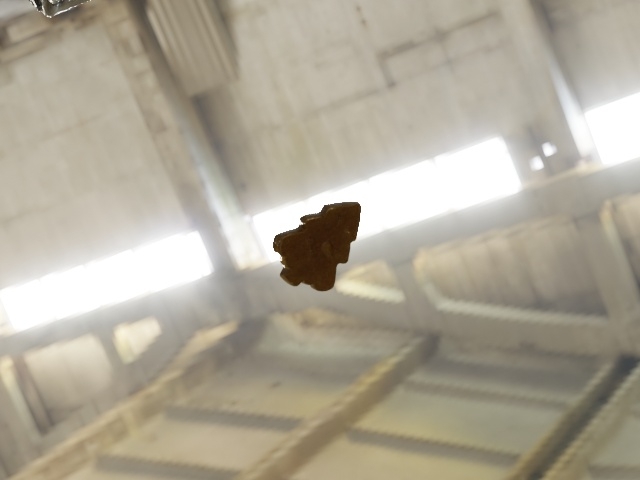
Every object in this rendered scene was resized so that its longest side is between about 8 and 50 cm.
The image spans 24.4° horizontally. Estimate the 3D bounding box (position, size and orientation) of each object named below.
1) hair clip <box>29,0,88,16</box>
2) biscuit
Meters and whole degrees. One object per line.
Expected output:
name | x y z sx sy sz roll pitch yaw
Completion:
hair clip | -0.130 -0.178 0.607 0.116 0.172 0.049 -25 -173 -31
biscuit | 0.000 0.000 1.256 0.092 0.082 0.016 -51 -140 -3
